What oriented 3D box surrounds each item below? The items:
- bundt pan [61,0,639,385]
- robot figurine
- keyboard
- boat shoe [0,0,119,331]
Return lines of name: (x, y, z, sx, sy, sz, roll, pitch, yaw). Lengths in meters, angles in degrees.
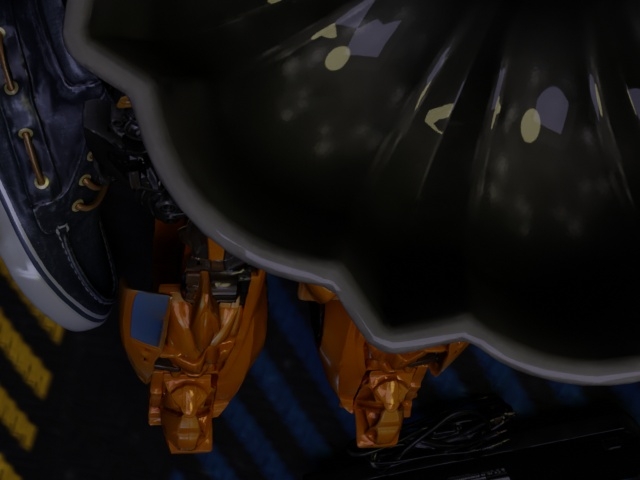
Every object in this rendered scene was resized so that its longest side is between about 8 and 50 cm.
bundt pan: (0.078, -0.125, 0.470, 0.330, 0.124, 0.331, 0, 94, 0)
robot figurine: (0.000, 0.000, 0.654, 0.211, 0.085, 0.291, -1, 147, -10)
keyboard: (0.086, 0.118, 0.826, 0.192, 0.038, 0.100, -13, 145, 10)
boat shoe: (-0.122, -0.038, 0.705, 0.083, 0.065, 0.183, -15, 120, 14)
